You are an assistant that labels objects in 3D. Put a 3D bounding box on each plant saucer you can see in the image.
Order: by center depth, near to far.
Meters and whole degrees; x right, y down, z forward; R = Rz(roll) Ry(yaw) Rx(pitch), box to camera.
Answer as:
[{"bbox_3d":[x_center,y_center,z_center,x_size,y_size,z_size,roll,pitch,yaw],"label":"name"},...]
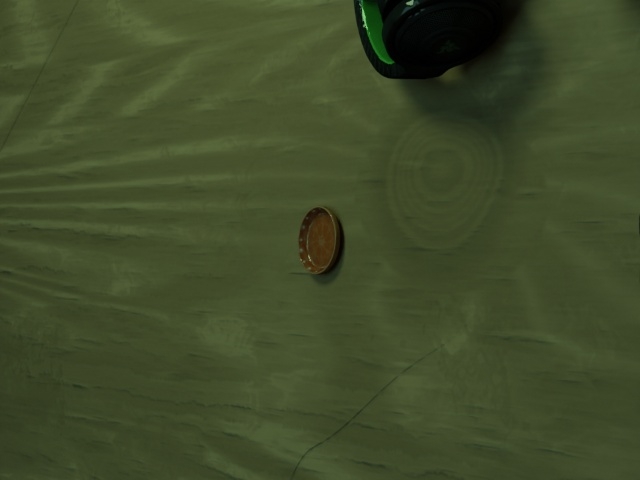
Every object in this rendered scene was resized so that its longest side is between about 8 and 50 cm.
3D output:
[{"bbox_3d":[0.000,0.000,2.162,0.083,0.013,0.083,-10,78,56],"label":"plant saucer"}]

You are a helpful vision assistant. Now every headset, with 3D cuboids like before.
[{"bbox_3d":[0.151,-0.305,1.904,0.394,0.185,0.243,171,97,-71],"label":"headset"}]
